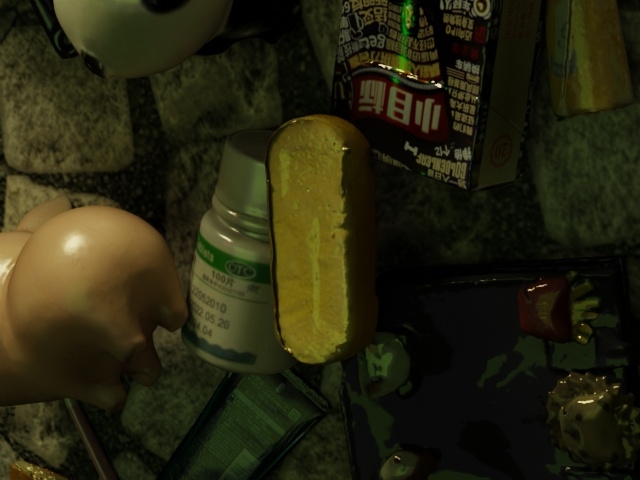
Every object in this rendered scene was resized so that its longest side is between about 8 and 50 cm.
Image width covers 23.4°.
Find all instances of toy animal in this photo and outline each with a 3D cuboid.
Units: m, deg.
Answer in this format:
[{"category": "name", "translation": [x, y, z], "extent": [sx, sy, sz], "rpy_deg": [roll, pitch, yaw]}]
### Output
[{"category": "toy animal", "translation": [-0.157, -0.276, 1.538], "extent": [0.212, 0.266, 0.213], "rpy_deg": [9, 107, 30]}, {"category": "toy animal", "translation": [-0.290, 0.070, 1.696], "extent": [0.269, 0.237, 0.326], "rpy_deg": [49, 135, 13]}]

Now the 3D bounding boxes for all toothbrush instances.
[{"category": "toothbrush", "translation": [-0.292, 0.220, 1.878], "extent": [0.025, 0.020, 0.286], "rpy_deg": [-26, 91, 38]}]

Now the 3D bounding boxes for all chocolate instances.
[{"category": "chocolate", "translation": [0.242, -0.227, 1.461], "extent": [0.085, 0.085, 0.219], "rpy_deg": [-7, 96, 28]}]

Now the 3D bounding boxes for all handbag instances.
[{"category": "handbag", "translation": [0.184, 0.176, 1.573], "extent": [0.329, 0.122, 0.303], "rpy_deg": [-4, 102, 26]}]

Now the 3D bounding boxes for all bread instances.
[{"category": "bread", "translation": [-0.340, 0.327, 1.914], "extent": [0.136, 0.054, 0.154], "rpy_deg": [49, 116, 10]}, {"category": "bread", "translation": [0.000, 0.000, 1.507], "extent": [0.102, 0.094, 0.246], "rpy_deg": [-2, 94, 18]}]

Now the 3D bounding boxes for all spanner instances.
[{"category": "spanner", "translation": [-0.347, -0.350, 1.748], "extent": [0.087, 0.024, 0.316], "rpy_deg": [-29, 89, 24]}]

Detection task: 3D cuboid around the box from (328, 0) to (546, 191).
[{"category": "box", "translation": [0.115, -0.221, 1.483], "extent": [0.198, 0.084, 0.310], "rpy_deg": [22, 114, 42]}]

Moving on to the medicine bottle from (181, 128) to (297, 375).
[{"category": "medicine bottle", "translation": [-0.065, 0.011, 1.638], "extent": [0.139, 0.139, 0.237], "rpy_deg": [20, 114, 21]}]

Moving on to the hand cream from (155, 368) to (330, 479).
[{"category": "hand cream", "translation": [-0.108, 0.245, 1.776], "extent": [0.120, 0.061, 0.270], "rpy_deg": [42, 113, 9]}]
